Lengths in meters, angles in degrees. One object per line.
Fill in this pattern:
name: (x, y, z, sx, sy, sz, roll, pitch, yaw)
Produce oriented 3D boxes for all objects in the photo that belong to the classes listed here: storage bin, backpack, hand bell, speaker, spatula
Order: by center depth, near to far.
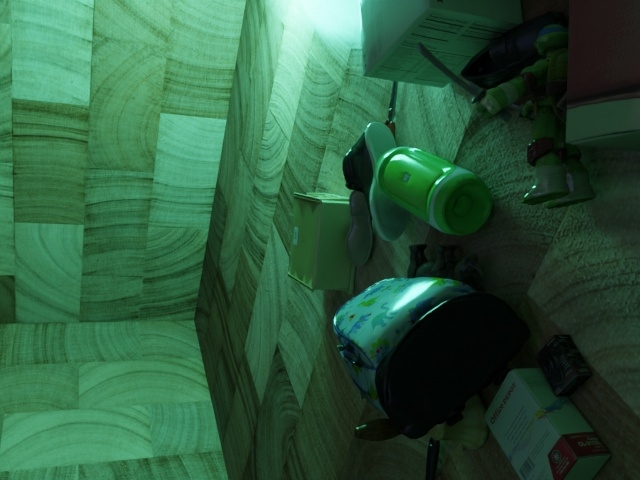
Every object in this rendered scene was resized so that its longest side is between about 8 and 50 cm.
hand bell: (0.178, 0.347, 1.189, 0.126, 0.242, 0.126, 178, 90, -68)
backpack: (0.169, 0.195, 1.203, 0.273, 0.290, 0.355, 51, 169, 7)
speaker: (0.220, -0.108, 1.287, 0.296, 0.131, 0.131, -136, 52, -62)
spatula: (0.221, 0.538, 1.359, 0.084, 0.030, 0.297, -130, 46, -62)
storage bin: (0.000, 0.000, 1.835, 0.260, 0.123, 0.262, -157, 70, -68)

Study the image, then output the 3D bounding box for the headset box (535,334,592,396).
headset box: (0.380, 0.199, 0.986, 0.062, 0.032, 0.083, 113, 151, -42)

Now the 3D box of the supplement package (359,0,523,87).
supplement package: (0.219, -0.450, 1.218, 0.262, 0.198, 0.199, 150, 120, -65)

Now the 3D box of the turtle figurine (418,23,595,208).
turtle figurine: (0.311, -0.181, 0.983, 0.198, 0.274, 0.266, 34, -132, -75)

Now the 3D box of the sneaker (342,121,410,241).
sneaker: (0.130, -0.121, 1.526, 0.147, 0.104, 0.296, 140, 127, -58)

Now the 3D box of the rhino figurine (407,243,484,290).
rhino figurine: (0.251, 0.062, 1.266, 0.243, 0.073, 0.106, -178, 86, -65)

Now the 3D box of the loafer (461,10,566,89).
loafer: (0.329, -0.324, 1.093, 0.223, 0.078, 0.076, 154, 116, -66)

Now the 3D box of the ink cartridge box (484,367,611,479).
ink cartridge box: (0.350, 0.306, 0.997, 0.175, 0.072, 0.127, -116, 34, -49)

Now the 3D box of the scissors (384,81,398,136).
scissors: (0.179, -0.295, 1.554, 0.109, 0.021, 0.297, -123, 42, -56)

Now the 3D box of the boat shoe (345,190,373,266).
boat shoe: (0.111, -0.036, 1.670, 0.065, 0.075, 0.206, -22, -67, -67)

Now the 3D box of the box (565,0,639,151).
box: (0.409, -0.237, 0.793, 0.127, 0.148, 0.232, 180, 90, -67)
